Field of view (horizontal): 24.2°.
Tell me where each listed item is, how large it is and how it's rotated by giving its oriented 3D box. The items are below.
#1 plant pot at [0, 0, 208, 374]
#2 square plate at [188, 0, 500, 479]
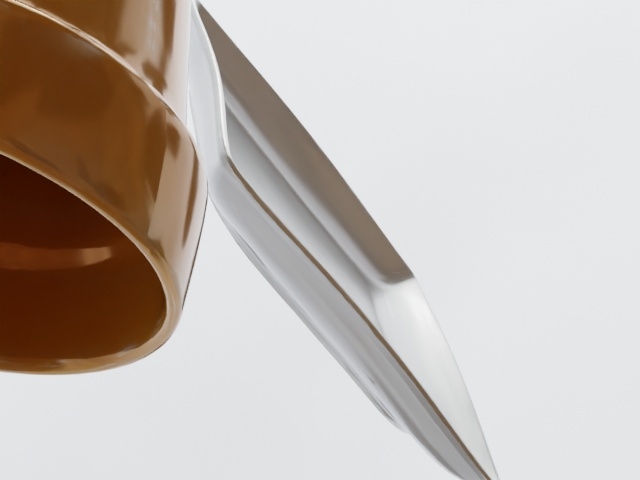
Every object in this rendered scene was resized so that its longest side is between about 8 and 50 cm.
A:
[{"bbox_3d":[-0.132,-0.075,0.583,0.205,0.205,0.188,23,-120,-19],"label":"plant pot"},{"bbox_3d":[0.000,0.000,1.155,0.049,0.347,0.344,-34,-63,9],"label":"square plate"}]
